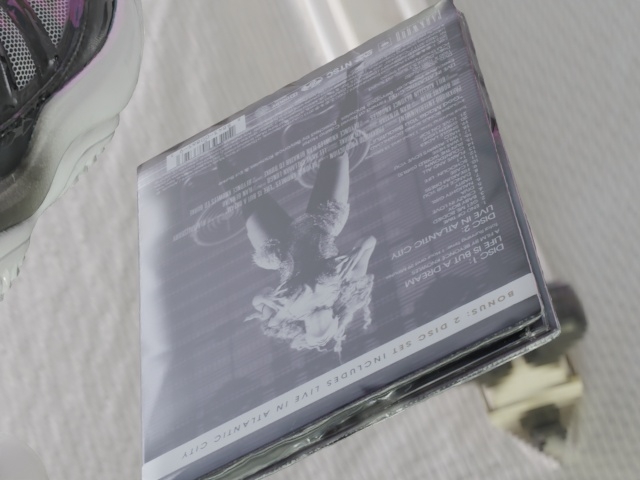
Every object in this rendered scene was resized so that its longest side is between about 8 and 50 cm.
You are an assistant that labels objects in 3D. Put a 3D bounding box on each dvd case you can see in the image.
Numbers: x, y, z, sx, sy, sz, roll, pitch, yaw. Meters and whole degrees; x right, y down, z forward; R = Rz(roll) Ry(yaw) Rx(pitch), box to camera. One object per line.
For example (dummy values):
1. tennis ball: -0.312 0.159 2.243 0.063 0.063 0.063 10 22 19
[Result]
1. dvd case: 0.000 0.000 0.752 0.165 0.018 0.221 -27 -146 13

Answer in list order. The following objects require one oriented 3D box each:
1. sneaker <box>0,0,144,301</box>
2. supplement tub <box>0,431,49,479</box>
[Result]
1. sneaker: -0.131 -0.062 0.520 0.101 0.153 0.268 2 -136 18
2. supplement tub: -0.210 0.246 0.739 0.235 0.235 0.324 -5 -90 12
